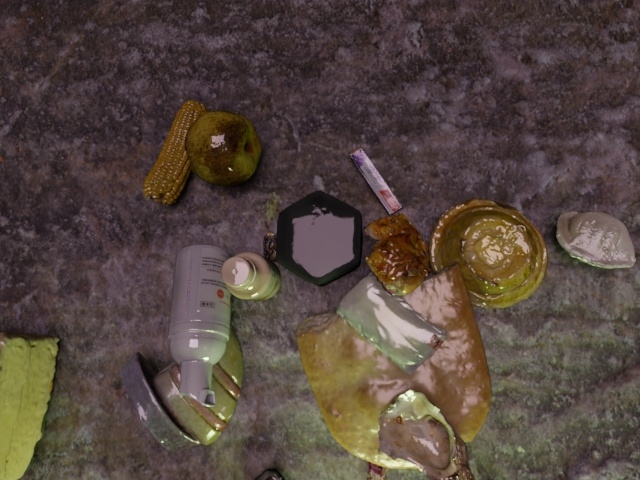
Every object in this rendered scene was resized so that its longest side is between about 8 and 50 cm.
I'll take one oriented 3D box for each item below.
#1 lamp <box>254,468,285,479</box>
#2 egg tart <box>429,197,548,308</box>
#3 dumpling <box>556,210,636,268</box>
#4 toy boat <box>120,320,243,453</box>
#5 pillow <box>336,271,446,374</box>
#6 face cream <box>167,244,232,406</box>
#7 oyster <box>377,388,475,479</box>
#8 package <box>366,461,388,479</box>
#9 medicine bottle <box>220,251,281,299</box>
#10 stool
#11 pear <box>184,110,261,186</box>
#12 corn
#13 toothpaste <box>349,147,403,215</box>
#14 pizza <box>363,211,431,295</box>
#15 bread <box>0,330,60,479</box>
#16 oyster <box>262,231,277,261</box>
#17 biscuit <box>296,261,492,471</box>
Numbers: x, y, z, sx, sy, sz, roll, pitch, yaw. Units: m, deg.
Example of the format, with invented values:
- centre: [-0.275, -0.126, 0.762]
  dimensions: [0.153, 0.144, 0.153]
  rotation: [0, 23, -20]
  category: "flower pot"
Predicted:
- centre: [-0.141, 0.674, 0.959]
  dimensions: [0.203, 0.283, 0.124]
  rotation: [47, 125, 8]
  category: "lamp"
- centre: [0.416, 0.025, 1.087]
  dimensions: [0.290, 0.115, 0.290]
  rotation: [-1, 79, 4]
  category: "egg tart"
- centre: [0.657, 0.000, 1.076]
  dimensions: [0.150, 0.092, 0.176]
  rotation: [-23, 78, -2]
  category: "dumpling"
- centre: [-0.322, 0.378, 1.102]
  dimensions: [0.293, 0.111, 0.276]
  rotation: [-17, 86, -8]
  category: "toy boat"
- centre: [0.153, 0.181, 0.985]
  dimensions: [0.229, 0.051, 0.128]
  rotation: [39, 97, 15]
  category: "pillow"
- centre: [-0.288, 0.204, 1.050]
  dimensions: [0.145, 0.145, 0.370]
  rotation: [-5, 61, 4]
  category: "face cream"
- centre: [0.235, 0.434, 0.948]
  dimensions: [0.233, 0.107, 0.161]
  rotation: [46, 109, 12]
  category: "oyster"
- centre: [0.139, 0.559, 1.063]
  dimensions: [0.059, 0.029, 0.083]
  rotation: [5, 70, 12]
  category: "package"
- centre: [-0.168, 0.085, 1.057]
  dimensions: [0.114, 0.252, 0.114]
  rotation: [-1, 81, 6]
  category: "medicine bottle"
- centre: [0.000, 0.000, 1.113]
  dimensions: [0.232, 0.141, 0.232]
  rotation: [-1, 81, 4]
  category: "stool"
- centre: [-0.259, -0.238, 1.152]
  dimensions: [0.197, 0.197, 0.197]
  rotation: [-1, 80, 5]
  category: "pear"
- centre: [-0.384, -0.243, 1.211]
  dimensions: [0.102, 0.102, 0.313]
  rotation: [21, 82, 8]
  category: "corn"
- centre: [0.149, -0.157, 1.177]
  dimensions: [0.047, 0.040, 0.196]
  rotation: [-32, 80, 1]
  category: "toothpaste"
- centre: [0.185, 0.015, 1.040]
  dimensions: [0.161, 0.305, 0.086]
  rotation: [22, 126, -9]
  category: "pizza"
- centre: [-0.884, 0.396, 1.058]
  dimensions: [0.389, 0.279, 0.371]
  rotation: [2, 79, 6]
  category: "bread"
- centre: [-0.130, 0.016, 1.183]
  dimensions: [0.054, 0.019, 0.083]
  rotation: [-11, 80, 4]
  category: "oyster"
- centre: [0.173, 0.316, 1.044]
  dimensions: [0.429, 0.104, 0.446]
  rotation: [-14, 84, 8]
  category: "biscuit"
